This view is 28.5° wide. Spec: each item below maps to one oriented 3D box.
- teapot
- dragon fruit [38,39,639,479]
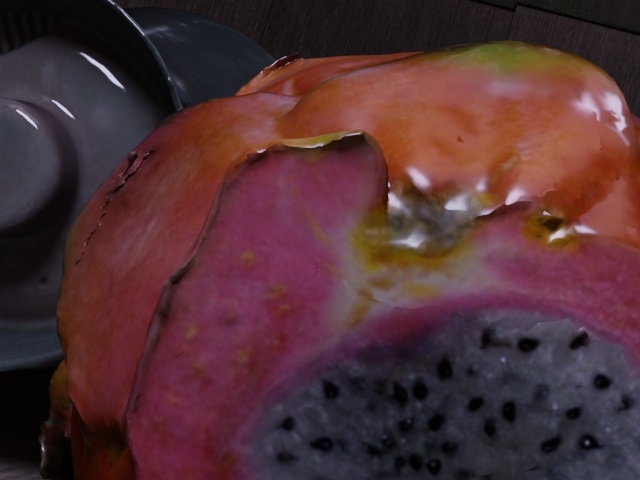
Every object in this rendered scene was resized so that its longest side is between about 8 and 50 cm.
[{"bbox_3d":[-0.127,-0.014,0.761,0.300,0.253,0.344,63,8,3],"label":"teapot"},{"bbox_3d":[0.042,0.069,0.418,0.291,0.290,0.189,17,14,-2],"label":"dragon fruit"}]
